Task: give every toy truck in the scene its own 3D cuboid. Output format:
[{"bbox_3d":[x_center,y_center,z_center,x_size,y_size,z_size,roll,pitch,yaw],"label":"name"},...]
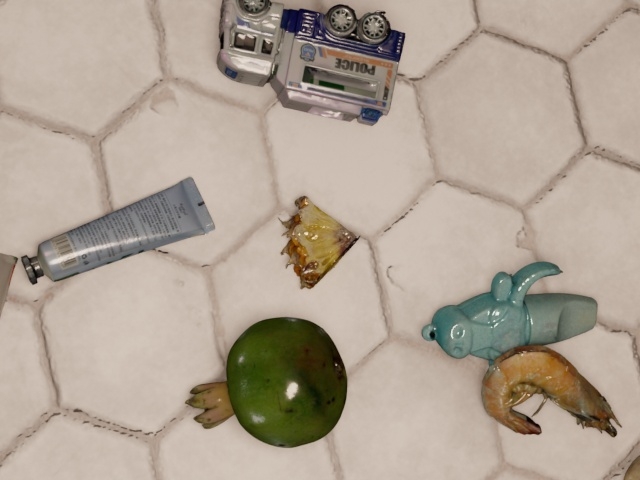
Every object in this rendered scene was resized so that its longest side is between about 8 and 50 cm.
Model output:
[{"bbox_3d":[-0.023,-0.269,1.574,0.268,0.124,0.155,10,86,-8],"label":"toy truck"}]

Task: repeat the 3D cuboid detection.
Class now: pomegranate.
[{"bbox_3d":[-0.075,0.204,1.486,0.225,0.187,0.187,-18,85,13],"label":"pomegranate"}]

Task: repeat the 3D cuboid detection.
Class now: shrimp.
[{"bbox_3d":[0.342,0.241,1.582,0.251,0.052,0.143,37,114,-18],"label":"shrimp"}]

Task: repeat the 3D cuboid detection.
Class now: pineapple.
[{"bbox_3d":[0.000,0.000,1.567,0.116,0.069,0.137,-6,81,-9],"label":"pineapple"}]

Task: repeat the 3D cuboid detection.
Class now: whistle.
[{"bbox_3d":[0.281,0.123,1.584,0.274,0.093,0.186,-6,109,-12],"label":"whistle"}]

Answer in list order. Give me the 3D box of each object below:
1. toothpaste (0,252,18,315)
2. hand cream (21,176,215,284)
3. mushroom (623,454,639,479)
[{"bbox_3d":[-0.484,0.158,1.483,0.075,0.048,0.300,0,74,19],"label":"toothpaste"},{"bbox_3d":[-0.291,-0.004,1.533,0.271,0.058,0.091,-23,75,-15],"label":"hand cream"},{"bbox_3d":[0.521,0.382,1.565,0.166,0.127,0.166,1,78,-3],"label":"mushroom"}]
